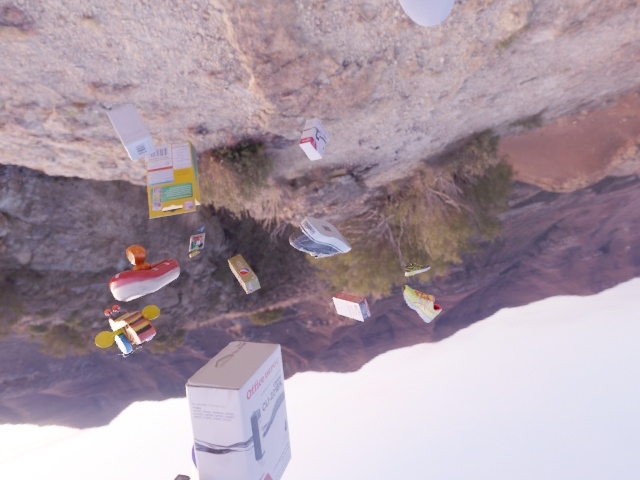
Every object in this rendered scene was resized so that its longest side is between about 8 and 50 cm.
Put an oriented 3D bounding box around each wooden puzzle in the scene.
[{"bbox_3d":[-0.482,0.008,1.675,0.014,0.116,0.078,27,-147,26],"label":"wooden puzzle"}]

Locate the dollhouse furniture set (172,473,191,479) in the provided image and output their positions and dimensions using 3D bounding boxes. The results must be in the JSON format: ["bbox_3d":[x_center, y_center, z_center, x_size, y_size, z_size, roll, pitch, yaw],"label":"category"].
[{"bbox_3d":[-0.208,0.498,0.712,0.123,0.151,0.144,-50,159,-24],"label":"dollhouse furniture set"}]

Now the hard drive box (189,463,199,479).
[{"bbox_3d":[-0.248,0.713,1.191,0.181,0.089,0.232,11,-165,-31],"label":"hard drive box"}]

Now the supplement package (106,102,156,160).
[{"bbox_3d":[-0.738,-0.425,1.672,0.105,0.179,0.105,-29,165,-18],"label":"supplement package"}]

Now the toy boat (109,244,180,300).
[{"bbox_3d":[-0.551,0.086,1.315,0.151,0.151,0.231,-20,-172,15],"label":"toy boat"}]

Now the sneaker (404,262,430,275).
[{"bbox_3d":[0.295,0.083,1.304,0.083,0.035,0.031,-15,172,-10],"label":"sneaker"}]

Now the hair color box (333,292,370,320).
[{"bbox_3d":[0.140,0.297,1.927,0.053,0.093,0.167,-31,-156,-33],"label":"hair color box"}]

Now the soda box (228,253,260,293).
[{"bbox_3d":[-0.308,0.131,1.713,0.058,0.181,0.061,-26,131,-20],"label":"soda box"}]

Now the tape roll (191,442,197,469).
[{"bbox_3d":[-0.217,0.504,1.062,0.189,0.189,0.080,-14,-162,1],"label":"tape roll"}]

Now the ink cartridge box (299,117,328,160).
[{"bbox_3d":[-0.027,-0.451,1.897,0.063,0.150,0.109,-5,147,32],"label":"ink cartridge box"}]

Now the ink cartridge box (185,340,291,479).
[{"bbox_3d":[-0.151,0.363,0.844,0.114,0.273,0.197,-3,-170,17],"label":"ink cartridge box"}]

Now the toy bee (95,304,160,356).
[{"bbox_3d":[-0.629,0.278,1.358,0.298,0.162,0.195,-34,180,29],"label":"toy bee"}]

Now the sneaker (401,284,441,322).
[{"bbox_3d":[0.403,0.235,1.701,0.094,0.081,0.208,-37,117,22],"label":"sneaker"}]

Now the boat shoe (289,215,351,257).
[{"bbox_3d":[0.000,0.000,0.967,0.070,0.078,0.219,-43,154,14],"label":"boat shoe"}]

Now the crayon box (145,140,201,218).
[{"bbox_3d":[-0.635,-0.253,1.842,0.203,0.323,0.083,-9,166,1],"label":"crayon box"}]

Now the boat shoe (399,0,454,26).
[{"bbox_3d":[0.161,-0.549,0.783,0.113,0.105,0.306,-21,137,30],"label":"boat shoe"}]
